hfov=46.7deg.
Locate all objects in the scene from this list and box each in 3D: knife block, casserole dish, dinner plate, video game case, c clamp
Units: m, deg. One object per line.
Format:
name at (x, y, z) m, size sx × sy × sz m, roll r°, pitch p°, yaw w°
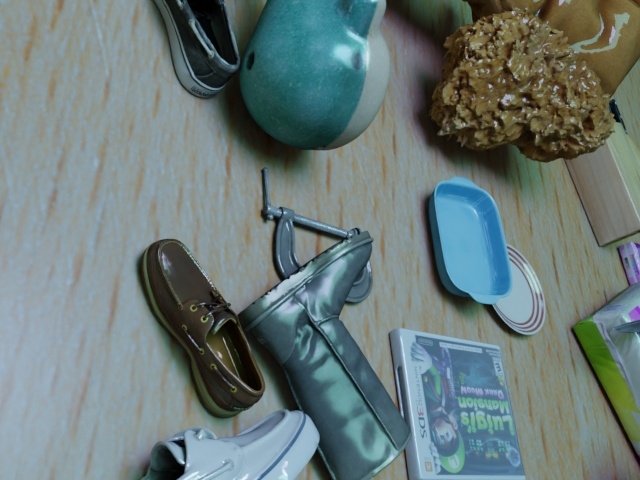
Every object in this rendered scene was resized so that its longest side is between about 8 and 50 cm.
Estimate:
knife block at (0.495, -0.160, 1.344) m, size 0.242 × 0.088 × 0.276 m, roll 41°, pitch 46°, yaw -17°
casserole dish at (0.198, 0.003, 1.005) m, size 0.114 × 0.037 × 0.189 m, roll 9°, pitch 60°, yaw -26°
dinner plate at (0.274, 0.069, 1.064) m, size 0.141 × 0.017 × 0.141 m, roll 22°, pitch 55°, yaw -34°
video game case at (0.167, 0.200, 0.889) m, size 0.190 × 0.022 × 0.173 m, roll 15°, pitch 59°, yaw -37°
c clamp at (0.000, 0.000, 0.844) m, size 0.160 × 0.022 × 0.137 m, roll 22°, pitch 54°, yaw -32°

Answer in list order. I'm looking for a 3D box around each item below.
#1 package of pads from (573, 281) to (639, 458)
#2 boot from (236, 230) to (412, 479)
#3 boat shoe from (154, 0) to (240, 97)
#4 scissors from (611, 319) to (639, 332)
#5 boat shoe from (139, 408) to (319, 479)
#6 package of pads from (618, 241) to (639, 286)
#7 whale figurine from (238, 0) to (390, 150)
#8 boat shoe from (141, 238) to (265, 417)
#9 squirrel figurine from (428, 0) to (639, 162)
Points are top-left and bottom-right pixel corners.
package of pads at (0.546, 0.219, 1.173) m, size 0.229 × 0.101 × 0.297 m, roll -19°, pitch 82°, yaw -46°
boot at (0.033, 0.117, 0.760) m, size 0.189 × 0.076 × 0.209 m, roll -36°, pitch 87°, yaw -23°
boat shoe at (-0.140, -0.271, 0.828) m, size 0.077 × 0.070 × 0.220 m, roll -10°, pitch 75°, yaw -45°
scissors at (0.511, 0.118, 1.116) m, size 0.297 × 0.021 × 0.109 m, roll 17°, pitch 58°, yaw -33°
boat shoe at (-0.100, 0.193, 0.592) m, size 0.258 × 0.095 × 0.084 m, roll -30°, pitch 94°, yaw -48°
package of pads at (0.575, 0.046, 1.346) m, size 0.050 × 0.032 × 0.083 m, roll 12°, pitch 60°, yaw -42°
whale figurine at (-0.019, -0.238, 0.824) m, size 0.141 × 0.216 × 0.272 m, roll 0°, pitch 86°, yaw -33°
boat shoe at (-0.102, 0.074, 0.681) m, size 0.064 × 0.060 × 0.178 m, roll -23°, pitch 85°, yaw -47°
squirrel figurine at (0.292, -0.320, 1.086) m, size 0.370 × 0.280 × 0.397 m, roll 34°, pitch 57°, yaw -40°
